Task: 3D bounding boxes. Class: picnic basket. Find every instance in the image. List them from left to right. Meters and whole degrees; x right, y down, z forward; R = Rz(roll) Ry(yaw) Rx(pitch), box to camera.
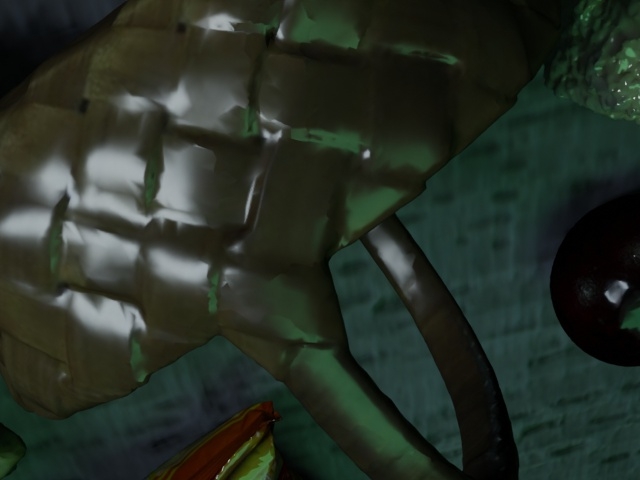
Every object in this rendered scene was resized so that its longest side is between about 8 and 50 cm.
[{"bbox_3d":[0.000,0.000,0.586,0.337,0.293,0.337,1,109,4],"label":"picnic basket"}]

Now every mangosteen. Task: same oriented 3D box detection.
[{"bbox_3d":[0.260,0.040,0.898,0.153,0.152,0.152,-13,138,-12],"label":"mangosteen"}]

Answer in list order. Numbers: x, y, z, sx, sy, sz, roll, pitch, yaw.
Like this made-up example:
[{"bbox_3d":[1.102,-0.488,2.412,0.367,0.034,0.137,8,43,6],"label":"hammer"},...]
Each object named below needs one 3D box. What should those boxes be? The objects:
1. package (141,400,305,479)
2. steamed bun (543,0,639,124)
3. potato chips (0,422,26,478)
[{"bbox_3d":[-0.088,0.253,0.975,0.223,0.108,0.288,-42,150,-15],"label":"package"},{"bbox_3d":[0.263,-0.162,0.668,0.200,0.170,0.225,3,131,-22],"label":"steamed bun"},{"bbox_3d":[-0.332,0.045,0.609,0.373,0.097,0.389,5,146,17],"label":"potato chips"}]
